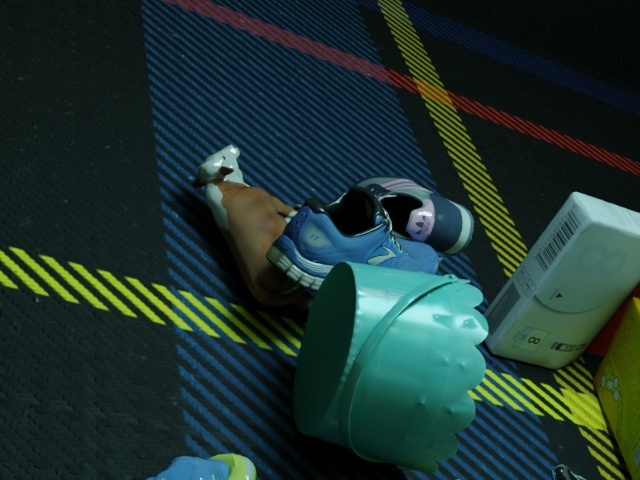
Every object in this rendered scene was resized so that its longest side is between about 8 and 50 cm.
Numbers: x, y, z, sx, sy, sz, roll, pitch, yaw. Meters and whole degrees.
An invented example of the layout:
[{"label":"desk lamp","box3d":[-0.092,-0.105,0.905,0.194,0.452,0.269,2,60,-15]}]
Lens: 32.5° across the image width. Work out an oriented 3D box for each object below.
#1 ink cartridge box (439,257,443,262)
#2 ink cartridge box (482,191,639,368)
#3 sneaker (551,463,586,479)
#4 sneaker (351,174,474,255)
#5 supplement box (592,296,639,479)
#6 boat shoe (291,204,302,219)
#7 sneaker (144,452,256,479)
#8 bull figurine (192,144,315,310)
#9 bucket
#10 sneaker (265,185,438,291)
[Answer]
[{"label":"ink cartridge box","box3d":[0.152,0.037,1.926,0.115,0.063,0.029,9,38,-33]},{"label":"ink cartridge box","box3d":[0.513,0.103,1.906,0.385,0.308,0.091,16,32,-24]},{"label":"sneaker","box3d":[0.429,0.385,1.637,0.188,0.078,0.067,32,29,2]},{"label":"sneaker","box3d":[0.120,-0.060,1.893,0.131,0.112,0.319,13,3,-35]},{"label":"supplement box","box3d":[0.604,0.281,1.781,0.194,0.195,0.356,13,28,-9]},{"label":"boat shoe","box3d":[0.000,0.000,1.835,0.075,0.065,0.206,40,-3,-41]},{"label":"sneaker","box3d":[-0.149,0.331,1.217,0.126,0.091,0.240,10,32,1]},{"label":"bull figurine","box3d":[-0.088,-0.015,1.743,0.188,0.101,0.310,10,44,-38]},{"label":"bucket","box3d":[0.086,0.164,1.483,0.183,0.281,0.281,14,33,-15]},{"label":"sneaker","box3d":[0.077,0.006,1.648,0.330,0.147,0.130,9,25,-48]}]
